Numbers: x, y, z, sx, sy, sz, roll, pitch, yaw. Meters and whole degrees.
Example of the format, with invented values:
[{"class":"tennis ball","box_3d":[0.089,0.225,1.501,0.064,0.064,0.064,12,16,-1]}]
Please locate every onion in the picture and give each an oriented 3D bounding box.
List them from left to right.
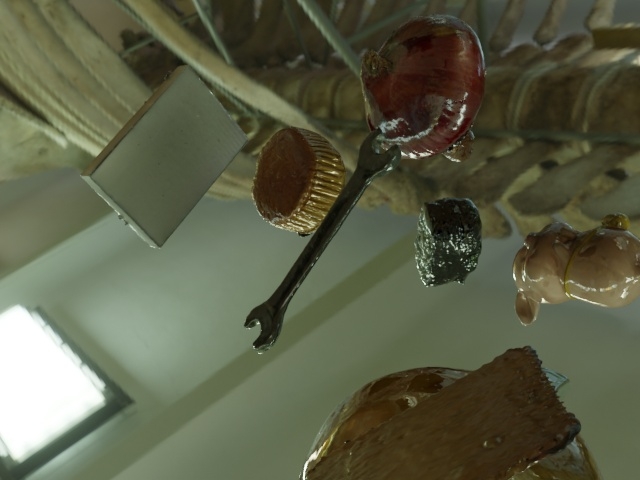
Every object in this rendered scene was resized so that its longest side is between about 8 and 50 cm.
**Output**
[{"class":"onion","box_3d":[0.155,-0.241,1.319,0.161,0.248,0.248,-11,-163,-26]}]

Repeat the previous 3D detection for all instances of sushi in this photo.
[{"class":"sushi","box_3d":[0.275,0.005,1.789,0.127,0.225,0.124,-8,-129,-7]}]

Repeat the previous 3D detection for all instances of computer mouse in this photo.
[{"class":"computer mouse","box_3d":[0.379,0.262,1.465,0.089,0.056,0.182,23,-164,29]}]

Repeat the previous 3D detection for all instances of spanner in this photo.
[{"class":"spanner","box_3d":[0.000,0.000,0.835,0.054,0.015,0.254,34,-90,44]}]

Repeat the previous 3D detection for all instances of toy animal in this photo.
[{"class":"toy animal","box_3d":[0.437,0.040,1.388,0.165,0.149,0.248,-36,-163,-37]}]

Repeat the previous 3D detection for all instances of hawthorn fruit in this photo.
[{"class":"hawthorn fruit","box_3d":[0.225,-0.180,1.499,0.103,0.066,0.066,16,-154,-6]}]

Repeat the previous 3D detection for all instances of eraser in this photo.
[{"class":"eraser","box_3d":[-0.146,-0.081,0.802,0.023,0.104,0.150,9,-124,49]}]

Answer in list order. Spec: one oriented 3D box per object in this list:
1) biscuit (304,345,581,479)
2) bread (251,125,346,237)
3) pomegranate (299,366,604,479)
[{"class":"biscuit","box_3d":[0.077,0.167,0.648,0.237,0.013,0.232,-33,-176,9]},{"class":"bread","box_3d":[-0.047,-0.112,1.541,0.199,0.104,0.199,-21,-118,45]},{"class":"pomegranate","box_3d":[0.152,0.350,0.953,0.417,0.416,0.416,-20,-156,9]}]
